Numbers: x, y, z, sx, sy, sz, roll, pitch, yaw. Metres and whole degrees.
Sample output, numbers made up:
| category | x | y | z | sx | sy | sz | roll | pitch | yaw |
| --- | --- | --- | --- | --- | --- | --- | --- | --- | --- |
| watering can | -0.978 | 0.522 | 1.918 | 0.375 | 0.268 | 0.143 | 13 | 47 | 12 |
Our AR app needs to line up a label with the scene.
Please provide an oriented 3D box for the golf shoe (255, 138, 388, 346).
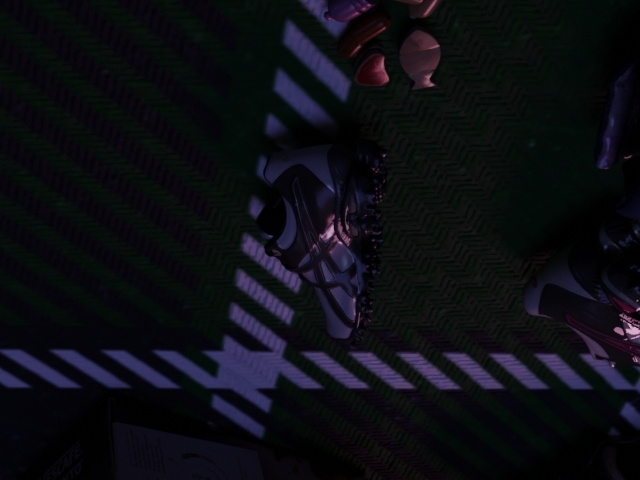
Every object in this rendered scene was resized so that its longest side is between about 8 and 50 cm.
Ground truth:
| category | x | y | z | sx | sy | sz | roll | pitch | yaw |
| --- | --- | --- | --- | --- | --- | --- | --- | --- | --- |
| golf shoe | 0.000 | 0.000 | 1.056 | 0.094 | 0.077 | 0.198 | 5 | 135 | 5 |

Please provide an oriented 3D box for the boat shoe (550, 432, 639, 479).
| category | x | y | z | sx | sy | sz | roll | pitch | yaw |
| --- | --- | --- | --- | --- | --- | --- | --- | --- | --- |
| boat shoe | 0.279 | 0.233 | 1.347 | 0.285 | 0.103 | 0.092 | -19 | 133 | 6 |

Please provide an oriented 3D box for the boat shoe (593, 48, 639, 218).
| category | x | y | z | sx | sy | sz | roll | pitch | yaw |
| --- | --- | --- | --- | --- | --- | --- | --- | --- | --- |
| boat shoe | 0.291 | -0.129 | 0.905 | 0.158 | 0.127 | 0.340 | -5 | 140 | -16 |

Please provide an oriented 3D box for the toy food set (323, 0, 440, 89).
| category | x | y | z | sx | sy | sz | roll | pitch | yaw |
| --- | --- | --- | --- | --- | --- | --- | --- | --- | --- |
| toy food set | 0.041 | -0.142 | 0.932 | 0.078 | 0.019 | 0.122 | -6 | 147 | -4 |

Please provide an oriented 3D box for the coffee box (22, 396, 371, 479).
| category | x | y | z | sx | sy | sz | roll | pitch | yaw |
| --- | --- | --- | --- | --- | --- | --- | --- | --- | --- |
| coffee box | -0.107 | 0.267 | 1.293 | 0.297 | 0.119 | 0.168 | 23 | 130 | -33 |

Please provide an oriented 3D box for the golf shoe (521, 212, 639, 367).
| category | x | y | z | sx | sy | sz | roll | pitch | yaw |
| --- | --- | --- | --- | --- | --- | --- | --- | --- | --- |
| golf shoe | 0.289 | 0.064 | 1.169 | 0.273 | 0.105 | 0.120 | 30 | 142 | -29 |
